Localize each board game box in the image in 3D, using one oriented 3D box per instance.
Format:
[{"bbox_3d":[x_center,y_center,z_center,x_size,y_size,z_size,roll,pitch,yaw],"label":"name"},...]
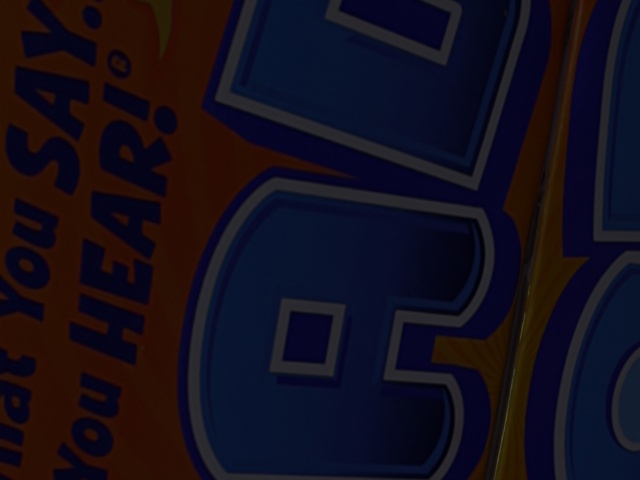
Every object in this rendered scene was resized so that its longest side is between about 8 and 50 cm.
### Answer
[{"bbox_3d":[-0.026,0.013,0.552,0.356,0.356,0.356,18,100,61],"label":"board game box"}]
